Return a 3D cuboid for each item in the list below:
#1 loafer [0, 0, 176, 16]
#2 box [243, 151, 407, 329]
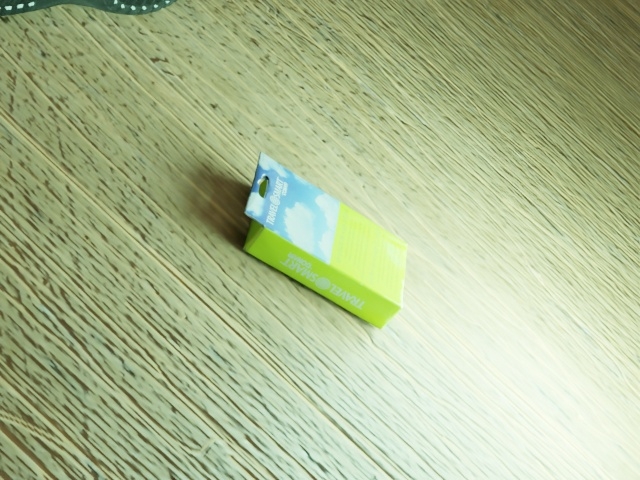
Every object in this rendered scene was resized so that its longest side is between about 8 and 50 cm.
[{"bbox_3d":[-0.235,-0.309,1.290,0.366,0.134,0.130,-15,63,-52],"label":"loafer"},{"bbox_3d":[0.000,0.000,1.261,0.178,0.042,0.109,31,34,-16],"label":"box"}]
